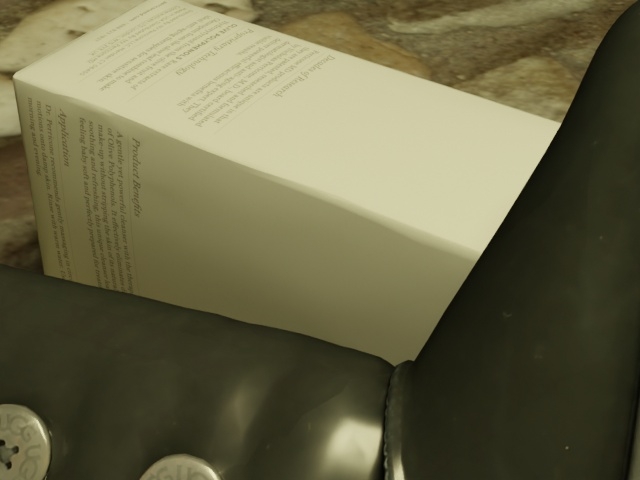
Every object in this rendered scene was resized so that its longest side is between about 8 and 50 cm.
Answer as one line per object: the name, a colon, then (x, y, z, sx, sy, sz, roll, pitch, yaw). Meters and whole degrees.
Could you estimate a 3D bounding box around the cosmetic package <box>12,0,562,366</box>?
cosmetic package: (0.000, 0.000, 0.662, 0.365, 0.197, 0.155, 22, 42, 21)

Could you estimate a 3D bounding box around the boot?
boot: (-0.046, 0.045, 0.469, 0.445, 0.146, 0.367, 6, 72, 25)
